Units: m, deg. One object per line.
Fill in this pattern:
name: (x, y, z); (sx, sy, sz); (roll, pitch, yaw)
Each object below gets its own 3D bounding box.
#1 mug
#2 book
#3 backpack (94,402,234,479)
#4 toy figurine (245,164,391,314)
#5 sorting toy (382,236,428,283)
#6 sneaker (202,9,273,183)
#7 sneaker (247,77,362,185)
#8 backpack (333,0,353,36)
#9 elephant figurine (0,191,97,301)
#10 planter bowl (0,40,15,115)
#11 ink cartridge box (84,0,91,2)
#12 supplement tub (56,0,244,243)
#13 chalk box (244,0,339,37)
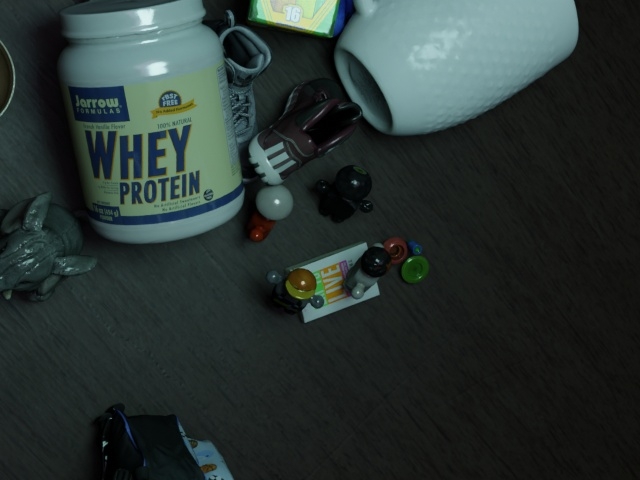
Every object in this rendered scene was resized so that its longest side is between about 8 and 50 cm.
mug: (0.179, -0.363, 1.635); (0.328, 0.276, 0.374); (-34, 118, -12)
book: (0.021, 0.070, 1.727); (0.144, 0.035, 0.096); (-20, 102, -20)
backpack: (-0.250, 0.411, 1.524); (0.213, 0.276, 0.263); (16, 98, -19)
toy figurine: (0.000, 0.000, 1.625); (0.213, 0.148, 0.209); (-12, 74, -20)
sorting toy: (0.144, 0.025, 1.770); (0.061, 0.042, 0.102); (-46, 118, 2)
sneaker: (-0.133, -0.221, 1.590); (0.101, 0.153, 0.268); (-21, 97, -30)
sneaker: (0.014, -0.189, 1.591); (0.106, 0.162, 0.281); (54, 39, -18)
backpack: (0.005, -0.389, 1.675); (0.101, 0.098, 0.120); (8, 86, -37)
elephant figurine: (-0.403, 0.019, 1.452); (0.169, 0.239, 0.186); (19, 84, -20)
planter bowl: (-0.525, -0.230, 1.472); (0.162, 0.109, 0.162); (-1, 92, -21)
ink cartridge box: (-0.298, -0.404, 1.573); (0.127, 0.072, 0.175); (-5, 93, -21)
supplement tub: (-0.244, -0.181, 1.477); (0.235, 0.235, 0.325); (-15, 112, -20)
chalk box: (-0.030, -0.419, 1.542); (0.132, 0.132, 0.213); (9, 98, -8)
